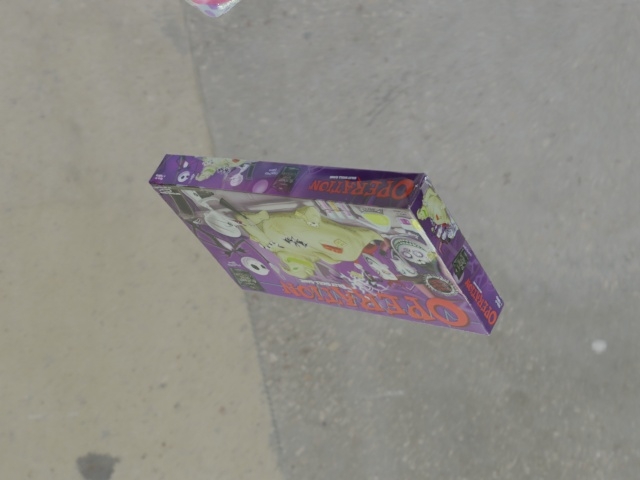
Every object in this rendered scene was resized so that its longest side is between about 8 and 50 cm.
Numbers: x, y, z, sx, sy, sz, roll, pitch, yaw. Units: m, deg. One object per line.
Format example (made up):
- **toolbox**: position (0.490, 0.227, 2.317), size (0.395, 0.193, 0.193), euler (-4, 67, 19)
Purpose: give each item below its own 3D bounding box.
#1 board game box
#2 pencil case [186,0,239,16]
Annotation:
- **board game box**: position (0.000, 0.000, 1.100), size (0.346, 0.208, 0.056), euler (7, 61, 39)
- **pencil case**: position (-0.137, -0.267, 0.683), size (0.273, 0.124, 0.113), euler (35, 149, -30)
